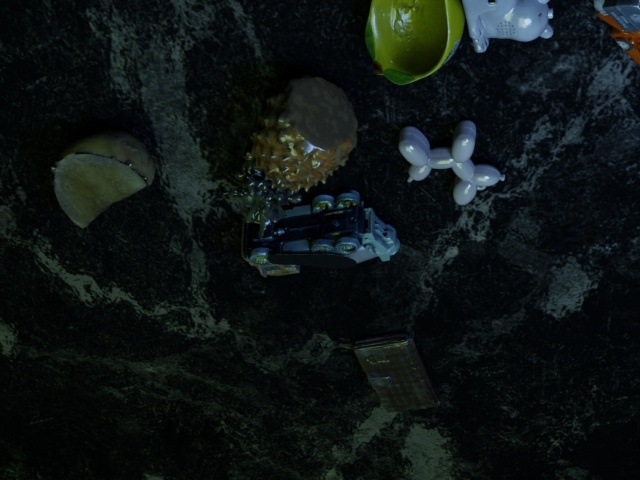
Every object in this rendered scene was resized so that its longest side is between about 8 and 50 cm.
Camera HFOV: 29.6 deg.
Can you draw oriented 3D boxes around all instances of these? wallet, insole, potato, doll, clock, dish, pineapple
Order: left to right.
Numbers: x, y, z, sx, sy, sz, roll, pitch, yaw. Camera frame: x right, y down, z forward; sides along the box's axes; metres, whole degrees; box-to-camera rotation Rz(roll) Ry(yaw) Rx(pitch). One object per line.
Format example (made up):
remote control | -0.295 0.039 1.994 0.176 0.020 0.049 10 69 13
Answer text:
potato | -0.382 -0.123 2.069 0.138 0.098 0.243 38 140 -24
pineapple | -0.068 -0.124 1.963 0.169 0.169 0.340 24 146 -16
insole | -0.014 0.035 2.078 0.153 0.002 0.053 1 151 3
wallet | 0.157 0.271 2.462 0.124 0.042 0.230 -9 137 18
dish | 0.146 -0.309 1.717 0.149 0.080 0.207 57 144 11
doll | 0.214 -0.123 1.967 0.161 0.059 0.160 -4 138 16
clock | 0.258 -0.343 1.678 0.117 0.080 0.176 -6 138 16

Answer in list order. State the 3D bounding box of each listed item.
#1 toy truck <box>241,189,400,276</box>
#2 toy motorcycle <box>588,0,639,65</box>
toy truck | 0.000 0.000 2.130 0.257 0.108 0.140 -9 150 18
toy motorcycle | 0.505 -0.288 1.647 0.326 0.147 0.221 33 159 -36
